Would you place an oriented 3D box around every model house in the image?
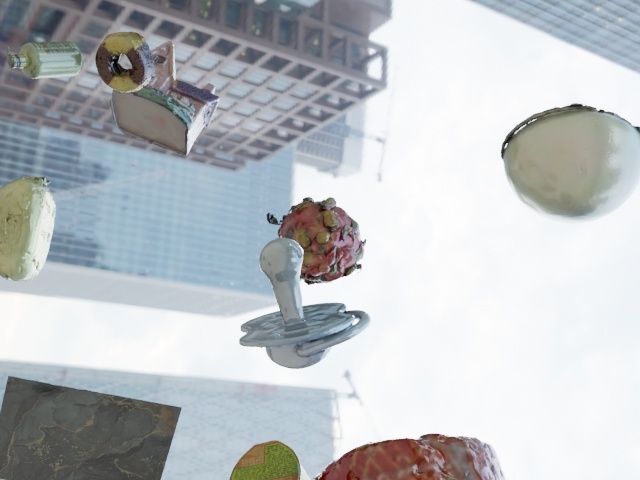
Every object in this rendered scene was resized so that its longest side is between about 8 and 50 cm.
[{"bbox_3d":[-0.419,-0.406,2.215,0.202,0.237,0.237,98,15,-57],"label":"model house"}]

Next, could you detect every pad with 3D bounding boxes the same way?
[{"bbox_3d":[-0.510,0.436,1.726,0.007,0.368,0.247,-121,-133,-72],"label":"pad"}]

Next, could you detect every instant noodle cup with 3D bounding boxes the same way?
[{"bbox_3d":[-0.078,0.529,1.651,0.169,0.185,0.168,-15,-134,16],"label":"instant noodle cup"}]

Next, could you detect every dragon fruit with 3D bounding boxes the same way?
[{"bbox_3d":[0.000,0.000,2.352,0.291,0.250,0.269,-94,160,-82],"label":"dragon fruit"}]

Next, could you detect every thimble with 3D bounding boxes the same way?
[{"bbox_3d":[0.156,0.462,1.270,0.350,0.350,0.230,-47,-136,42],"label":"thimble"}]

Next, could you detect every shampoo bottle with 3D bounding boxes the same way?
[{"bbox_3d":[-0.616,-0.400,1.773,0.079,0.162,0.079,13,-69,38],"label":"shampoo bottle"}]

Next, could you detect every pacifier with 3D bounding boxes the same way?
[{"bbox_3d":[-0.041,0.103,1.417,0.287,0.239,0.225,-104,180,-82],"label":"pacifier"}]

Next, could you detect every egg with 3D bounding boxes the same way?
[{"bbox_3d":[0.472,-0.107,1.496,0.286,0.264,0.174,67,27,-63],"label":"egg"}]

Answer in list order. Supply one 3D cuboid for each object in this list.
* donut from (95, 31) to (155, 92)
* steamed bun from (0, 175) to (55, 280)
[{"bbox_3d":[-0.444,-0.402,1.807,0.059,0.140,0.140,-72,-172,-66],"label":"donut"},{"bbox_3d":[-0.774,-0.036,2.012,0.232,0.166,0.272,178,-78,-83],"label":"steamed bun"}]
